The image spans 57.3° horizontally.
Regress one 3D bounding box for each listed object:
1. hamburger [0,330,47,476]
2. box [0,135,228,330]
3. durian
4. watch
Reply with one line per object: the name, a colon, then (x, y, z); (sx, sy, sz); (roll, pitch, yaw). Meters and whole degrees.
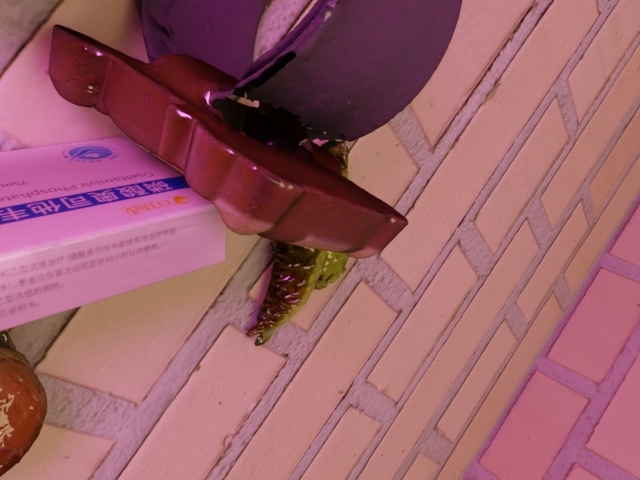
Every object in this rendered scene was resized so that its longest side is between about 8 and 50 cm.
hamburger: (-0.354, 0.156, 0.541); (0.185, 0.131, 0.159); (-10, 115, -39)
box: (-0.272, -0.007, 0.479); (0.344, 0.200, 0.065); (-18, 127, -39)
durian: (-0.007, -0.003, 0.839); (0.132, 0.107, 0.374); (6, 111, -54)
watch: (-0.018, -0.200, 0.533); (0.314, 0.335, 0.326); (13, 111, -49)
